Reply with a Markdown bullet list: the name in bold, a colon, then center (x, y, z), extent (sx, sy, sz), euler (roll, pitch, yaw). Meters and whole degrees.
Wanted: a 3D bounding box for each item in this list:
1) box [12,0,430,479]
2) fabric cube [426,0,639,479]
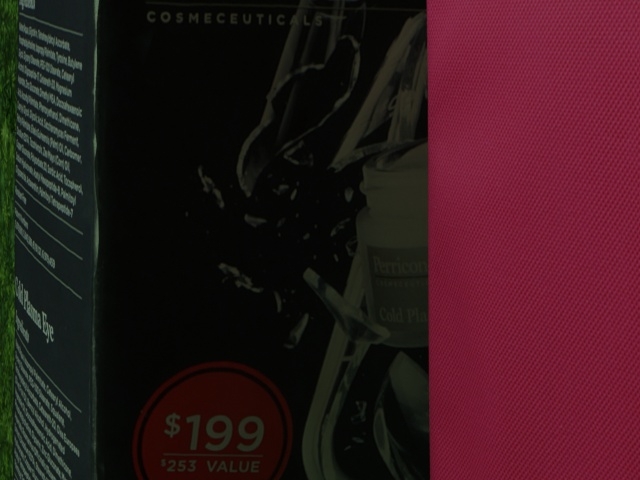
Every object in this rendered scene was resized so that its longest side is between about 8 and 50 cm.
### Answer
- **box**: center (0.037, 0.011, 0.755), extent (0.179, 0.343, 0.313), euler (-154, 64, -66)
- **fabric cube**: center (0.196, 0.019, 0.492), extent (0.254, 0.259, 0.258), euler (-165, 72, -66)
